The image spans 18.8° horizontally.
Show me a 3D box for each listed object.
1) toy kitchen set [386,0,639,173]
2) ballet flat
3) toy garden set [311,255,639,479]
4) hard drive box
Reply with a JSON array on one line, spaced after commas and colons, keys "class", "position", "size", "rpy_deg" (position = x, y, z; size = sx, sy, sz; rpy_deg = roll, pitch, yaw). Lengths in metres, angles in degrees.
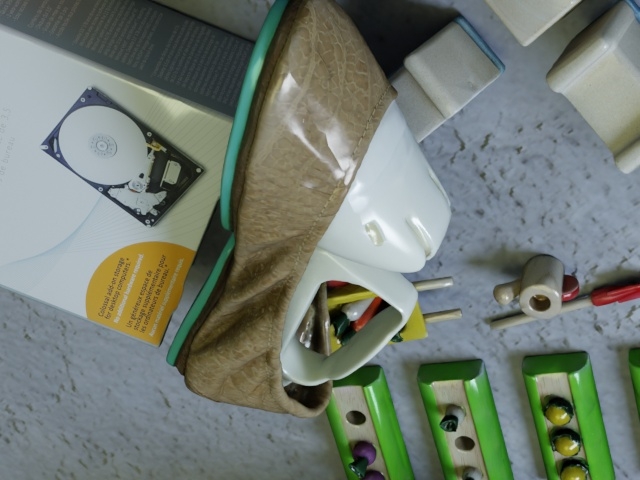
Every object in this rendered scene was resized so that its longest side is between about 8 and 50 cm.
[{"class": "toy kitchen set", "position": [0.144, -0.049, 1.086], "size": [0.166, 0.122, 0.207], "rpy_deg": [-40, 89, 33]}, {"class": "ballet flat", "position": [0.000, 0.000, 1.063], "size": [0.124, 0.116, 0.342], "rpy_deg": [26, 142, 5]}, {"class": "toy garden set", "position": [0.113, 0.093, 1.215], "size": [0.244, 0.049, 0.204], "rpy_deg": [-6, 124, 17]}, {"class": "hard drive box", "position": [-0.167, -0.064, 1.141], "size": [0.232, 0.089, 0.181], "rpy_deg": [21, 127, -3]}]
